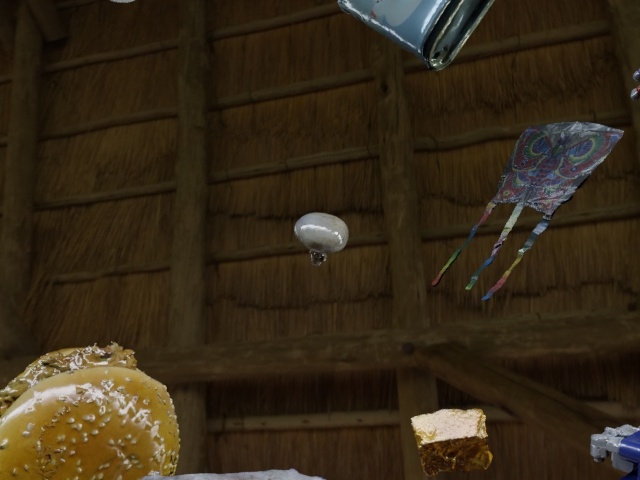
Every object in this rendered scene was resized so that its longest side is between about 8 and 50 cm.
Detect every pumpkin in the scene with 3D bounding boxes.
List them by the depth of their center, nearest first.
[{"bbox_3d":[0.145,0.218,0.650,0.084,0.053,0.074,-8,-53,7],"label":"pumpkin"}]

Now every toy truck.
[{"bbox_3d":[0.582,0.386,1.028,0.177,0.213,0.160,7,-88,45],"label":"toy truck"}]

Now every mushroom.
[{"bbox_3d":[0.000,0.000,0.896,0.085,0.085,0.079,10,-64,7],"label":"mushroom"}]

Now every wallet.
[{"bbox_3d":[0.131,-0.356,0.805,0.075,0.250,0.176,17,-65,-40],"label":"wallet"}]

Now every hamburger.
[{"bbox_3d":[-0.214,0.186,0.540,0.118,0.190,0.182,8,-12,42],"label":"hamburger"}]

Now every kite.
[{"bbox_3d":[0.254,-0.041,0.757,0.015,0.152,0.285,43,-100,-29],"label":"kite"}]

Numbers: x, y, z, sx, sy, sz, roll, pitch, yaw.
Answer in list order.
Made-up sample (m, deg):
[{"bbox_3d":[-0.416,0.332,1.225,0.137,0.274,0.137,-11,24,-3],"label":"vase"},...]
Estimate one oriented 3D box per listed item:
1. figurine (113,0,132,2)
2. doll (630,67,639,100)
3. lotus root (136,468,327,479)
[{"bbox_3d":[-0.167,-0.316,0.561,0.154,0.132,0.132,-10,-63,31],"label":"figurine"},{"bbox_3d":[0.588,-0.287,0.911,0.102,0.075,0.227,35,-37,-8],"label":"doll"},{"bbox_3d":[-0.056,0.286,0.403,0.273,0.272,0.191,4,-78,10],"label":"lotus root"}]
